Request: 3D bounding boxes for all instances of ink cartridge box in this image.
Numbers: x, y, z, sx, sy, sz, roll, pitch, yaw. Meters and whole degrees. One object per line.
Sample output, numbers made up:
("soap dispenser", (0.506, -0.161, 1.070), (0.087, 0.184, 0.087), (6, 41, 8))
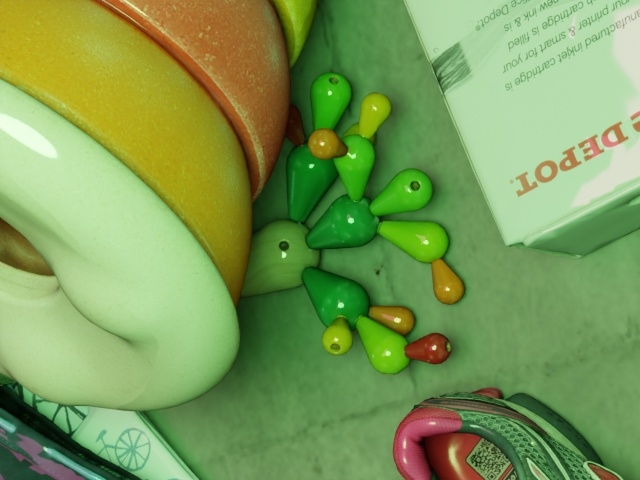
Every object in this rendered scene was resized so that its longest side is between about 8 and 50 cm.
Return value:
("ink cartridge box", (0.174, -0.159, 1.180), (0.211, 0.121, 0.289), (-28, 72, 25))

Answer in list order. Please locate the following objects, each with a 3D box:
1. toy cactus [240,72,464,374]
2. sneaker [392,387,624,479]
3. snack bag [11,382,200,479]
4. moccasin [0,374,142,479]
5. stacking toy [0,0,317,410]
("toy cactus", (0.000, 0.000, 1.288), (0.180, 0.112, 0.219), (-25, 81, 36))
("sneaker", (0.167, 0.200, 1.154), (0.299, 0.112, 0.121), (33, 101, 28))
("snack bag", (-0.240, 0.221, 1.431), (0.323, 0.037, 0.342), (-50, 64, 17))
("moccasin", (-0.248, 0.114, 1.371), (0.342, 0.138, 0.117), (41, 100, 18))
("stacking toy", (-0.119, -0.158, 1.251), (0.351, 0.350, 0.480), (12, 58, 30))
